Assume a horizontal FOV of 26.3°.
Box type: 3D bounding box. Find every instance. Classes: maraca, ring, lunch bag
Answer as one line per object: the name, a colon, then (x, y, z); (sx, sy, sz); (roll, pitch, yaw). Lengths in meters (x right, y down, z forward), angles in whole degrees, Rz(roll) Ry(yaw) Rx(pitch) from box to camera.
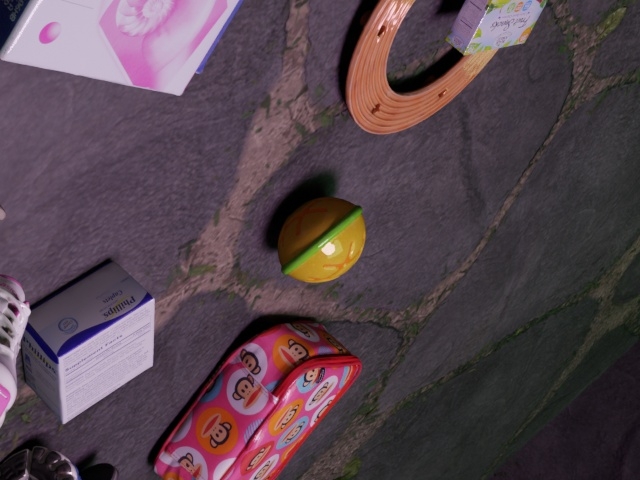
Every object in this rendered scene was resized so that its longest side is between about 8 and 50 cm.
maraca: (0.000, 0.000, 1.715); (0.127, 0.099, 0.186); (-37, -179, -5)
ring: (0.147, -0.269, 1.623); (0.337, 0.032, 0.336); (-38, 156, -21)
lunch bag: (-0.080, 0.247, 1.943); (0.293, 0.120, 0.258); (-52, 160, 14)

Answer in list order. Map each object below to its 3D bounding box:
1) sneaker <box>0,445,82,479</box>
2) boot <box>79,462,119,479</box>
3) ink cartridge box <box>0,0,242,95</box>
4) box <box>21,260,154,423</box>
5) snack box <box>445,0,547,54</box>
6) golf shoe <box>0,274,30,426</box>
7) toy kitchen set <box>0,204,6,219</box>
sneaker: (-0.393, 0.397, 1.615); (0.330, 0.130, 0.147); (-44, 154, -8)
boot: (-0.271, 0.441, 1.762); (0.229, 0.091, 0.263); (39, 71, -36)
ink cartridge box: (-0.097, -0.276, 1.152); (0.324, 0.071, 0.330); (-56, 154, 18)
box: (-0.250, 0.110, 1.479); (0.126, 0.072, 0.137); (-33, 153, -29)
snack box: (0.220, -0.279, 1.644); (0.141, 0.037, 0.100); (-19, 145, -48)
golf shoe: (-0.308, 0.083, 1.182); (0.140, 0.115, 0.306); (-54, -160, -14)
toy kitchen set: (-0.362, -0.022, 1.078); (0.166, 0.122, 0.207); (-46, 177, -5)
